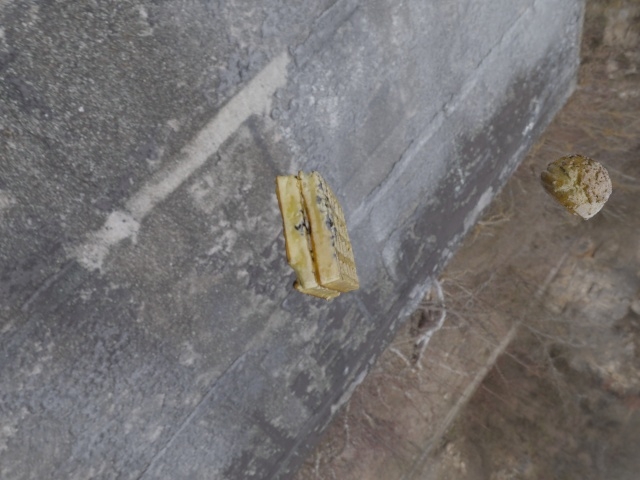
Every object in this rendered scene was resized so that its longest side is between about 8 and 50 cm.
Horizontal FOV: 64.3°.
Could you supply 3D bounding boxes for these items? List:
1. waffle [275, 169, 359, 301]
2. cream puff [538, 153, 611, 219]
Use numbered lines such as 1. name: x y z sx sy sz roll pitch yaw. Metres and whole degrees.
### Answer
1. waffle: 0.000 0.000 0.475 0.148 0.042 0.102 43 36 -75
2. cream puff: 0.489 -0.109 0.970 0.103 0.126 0.144 -48 178 18
